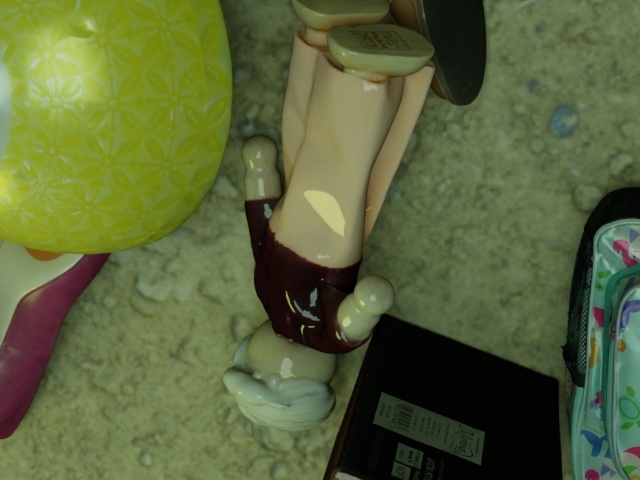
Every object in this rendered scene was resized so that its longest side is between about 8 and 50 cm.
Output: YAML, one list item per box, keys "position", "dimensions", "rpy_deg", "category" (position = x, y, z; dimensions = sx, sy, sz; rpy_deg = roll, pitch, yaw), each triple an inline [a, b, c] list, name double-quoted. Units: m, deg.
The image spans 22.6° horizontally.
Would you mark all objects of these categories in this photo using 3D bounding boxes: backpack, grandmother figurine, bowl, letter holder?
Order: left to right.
- position: [-0.216, -0.115, 1.091]
  dimensions: [0.289, 0.156, 0.289]
  rpy_deg: [14, 113, 37]
  category: "bowl"
- position: [0.000, 0.000, 1.163]
  dimensions: [0.104, 0.208, 0.342]
  rpy_deg: [1, 123, -20]
  category: "grandmother figurine"
- position: [0.063, 0.217, 1.136]
  dimensions: [0.152, 0.302, 0.214]
  rpy_deg: [21, 107, 1]
  category: "letter holder"
- position: [0.285, 0.105, 1.145]
  dimensions: [0.225, 0.191, 0.253]
  rpy_deg: [7, 111, 5]
  category: "backpack"

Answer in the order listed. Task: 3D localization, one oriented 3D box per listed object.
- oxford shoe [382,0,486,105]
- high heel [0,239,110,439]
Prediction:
- position: [0.060, -0.195, 1.156]
  dimensions: [0.076, 0.076, 0.212]
  rpy_deg: [-9, 109, 41]
  category: "oxford shoe"
- position: [-0.212, 0.057, 1.264]
  dimensions: [0.244, 0.082, 0.117]
  rpy_deg: [-49, 138, -1]
  category: "high heel"
